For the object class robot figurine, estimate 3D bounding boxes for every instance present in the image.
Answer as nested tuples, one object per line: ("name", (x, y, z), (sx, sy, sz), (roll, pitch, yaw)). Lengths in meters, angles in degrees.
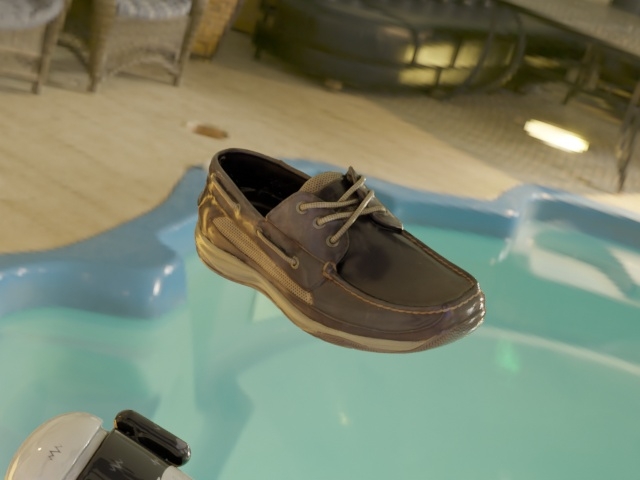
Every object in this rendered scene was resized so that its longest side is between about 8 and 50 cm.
("robot figurine", (-0.253, 0.332, 1.330), (0.278, 0.173, 0.209), (34, 13, -3))

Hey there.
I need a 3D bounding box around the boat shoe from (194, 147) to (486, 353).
("boat shoe", (0.000, 0.000, 1.056), (0.355, 0.130, 0.132), (21, 38, 36))
